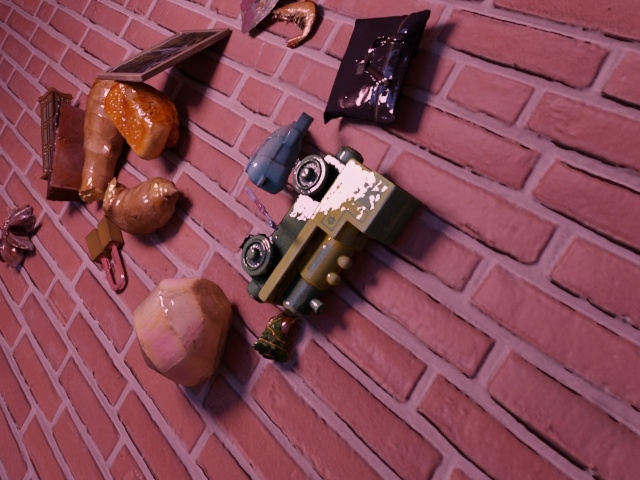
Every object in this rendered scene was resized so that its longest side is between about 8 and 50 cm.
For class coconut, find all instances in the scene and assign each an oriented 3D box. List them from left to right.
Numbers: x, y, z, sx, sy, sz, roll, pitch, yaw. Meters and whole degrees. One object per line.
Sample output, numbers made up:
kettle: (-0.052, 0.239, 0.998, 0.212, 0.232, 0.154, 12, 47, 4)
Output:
coconut: (-0.306, 0.201, 1.351, 0.236, 0.197, 0.237, -12, 68, 30)

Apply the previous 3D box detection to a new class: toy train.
toy train: (0.000, 0.000, 1.223, 0.237, 0.150, 0.369, 41, 102, 35)

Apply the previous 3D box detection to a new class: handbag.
handbag: (0.116, -0.363, 1.303, 0.211, 0.088, 0.254, 11, 81, 47)

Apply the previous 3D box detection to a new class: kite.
kite: (-0.172, -0.723, 1.710, 0.204, 0.022, 0.360, -38, 48, 27)

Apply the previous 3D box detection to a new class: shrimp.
shrimp: (-0.076, -0.546, 1.571, 0.178, 0.034, 0.124, 10, 86, 38)

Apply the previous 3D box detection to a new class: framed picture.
framed picture: (-0.438, -0.524, 1.735, 0.240, 0.020, 0.324, 16, 47, 43)

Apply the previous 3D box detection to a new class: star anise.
star anise: (-1.029, -0.024, 2.102, 0.229, 0.093, 0.236, -33, 51, 32)

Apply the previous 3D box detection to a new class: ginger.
ginger: (-0.686, -0.315, 1.888, 0.236, 0.166, 0.376, 27, 91, 37)
ginger: (-0.479, -0.091, 1.645, 0.267, 0.152, 0.138, -4, 43, 20)

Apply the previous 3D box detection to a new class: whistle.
whistle: (-0.091, -0.184, 1.336, 0.186, 0.093, 0.274, -57, 6, 36)

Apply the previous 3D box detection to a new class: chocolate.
chocolate: (-0.797, -0.282, 1.965, 0.112, 0.111, 0.321, -38, 51, 51)

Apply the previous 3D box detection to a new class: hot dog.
hot dog: (-0.483, -0.338, 1.731, 0.257, 0.153, 0.150, 51, 119, 23)

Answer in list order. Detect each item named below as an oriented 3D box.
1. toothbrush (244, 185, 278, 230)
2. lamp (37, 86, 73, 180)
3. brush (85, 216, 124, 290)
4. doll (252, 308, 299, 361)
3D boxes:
toothbrush: (-0.122, -0.068, 1.238, 0.013, 0.019, 0.193, -55, 36, 12)
lamp: (-0.888, -0.353, 2.087, 0.090, 0.089, 0.326, -25, 65, 32)
brush: (-0.598, 0.046, 1.747, 0.103, 0.047, 0.233, -43, 52, 18)
doll: (-0.097, 0.186, 1.266, 0.078, 0.076, 0.113, -9, 66, 46)
